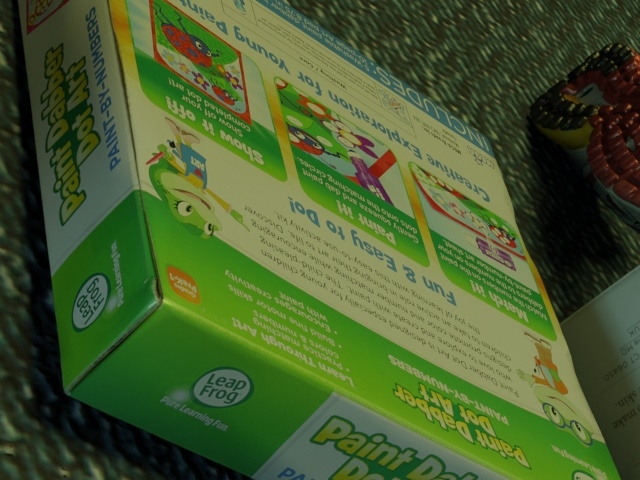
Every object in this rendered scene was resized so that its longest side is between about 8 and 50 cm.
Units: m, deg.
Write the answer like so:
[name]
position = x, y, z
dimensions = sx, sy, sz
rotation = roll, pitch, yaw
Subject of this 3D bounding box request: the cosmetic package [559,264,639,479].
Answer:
[cosmetic package]
position = 0.279, 0.166, 0.857
dimensions = 0.197, 0.155, 0.365
rotation = 10, 47, -54

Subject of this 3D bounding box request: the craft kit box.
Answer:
[craft kit box]
position = 0.000, 0.000, 0.721
dimensions = 0.250, 0.061, 0.247
rotation = 30, 27, -35

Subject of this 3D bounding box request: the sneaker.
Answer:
[sneaker]
position = 0.194, -0.043, 1.001
dimensions = 0.093, 0.088, 0.225
rotation = 49, 5, -19
